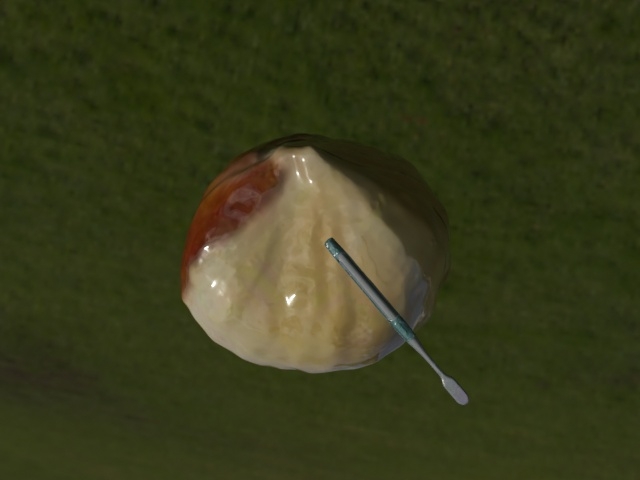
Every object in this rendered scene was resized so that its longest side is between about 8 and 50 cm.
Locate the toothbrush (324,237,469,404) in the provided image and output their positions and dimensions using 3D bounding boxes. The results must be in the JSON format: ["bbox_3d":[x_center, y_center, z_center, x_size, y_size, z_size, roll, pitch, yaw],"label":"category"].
[{"bbox_3d":[0.059,0.063,1.097,0.167,0.011,0.014,49,-177,-2],"label":"toothbrush"}]

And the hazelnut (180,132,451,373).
[{"bbox_3d":[0.000,0.000,1.319,0.261,0.261,0.241,7,128,11],"label":"hazelnut"}]
